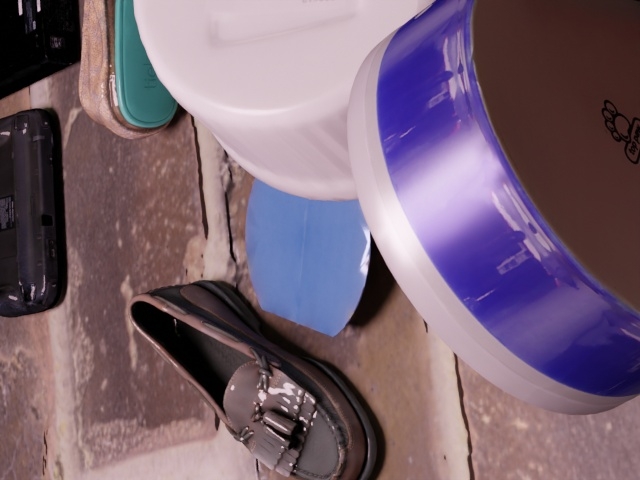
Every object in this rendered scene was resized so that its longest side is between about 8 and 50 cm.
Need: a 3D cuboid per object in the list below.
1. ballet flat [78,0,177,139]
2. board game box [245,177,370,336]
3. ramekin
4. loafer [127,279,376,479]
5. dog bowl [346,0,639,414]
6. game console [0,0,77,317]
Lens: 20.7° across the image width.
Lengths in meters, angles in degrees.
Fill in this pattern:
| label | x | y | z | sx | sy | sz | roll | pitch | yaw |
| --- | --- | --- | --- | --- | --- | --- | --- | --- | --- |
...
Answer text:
| label | x | y | z | sx | sy | sz | roll | pitch | yaw |
| --- | --- | --- | --- | --- | --- | --- | --- | --- | --- |
| ballet flat | -0.174 | -0.249 | 1.548 | 0.106 | 0.107 | 0.316 | 9 | 93 | 58 |
| board game box | 0.000 | 0.000 | 1.382 | 0.168 | 0.033 | 0.133 | 17 | 105 | 53 |
| ramekin | 0.002 | -0.178 | 1.238 | 0.277 | 0.135 | 0.277 | -7 | 72 | 23 |
| loafer | -0.064 | 0.118 | 1.402 | 0.267 | 0.084 | 0.096 | 38 | 115 | 43 |
| dog bowl | 0.147 | -0.037 | 1.039 | 0.104 | 0.265 | 0.265 | -35 | 62 | 38 |
| game console | -0.308 | -0.103 | 1.733 | 0.213 | 0.044 | 0.361 | -15 | 75 | 49 |
